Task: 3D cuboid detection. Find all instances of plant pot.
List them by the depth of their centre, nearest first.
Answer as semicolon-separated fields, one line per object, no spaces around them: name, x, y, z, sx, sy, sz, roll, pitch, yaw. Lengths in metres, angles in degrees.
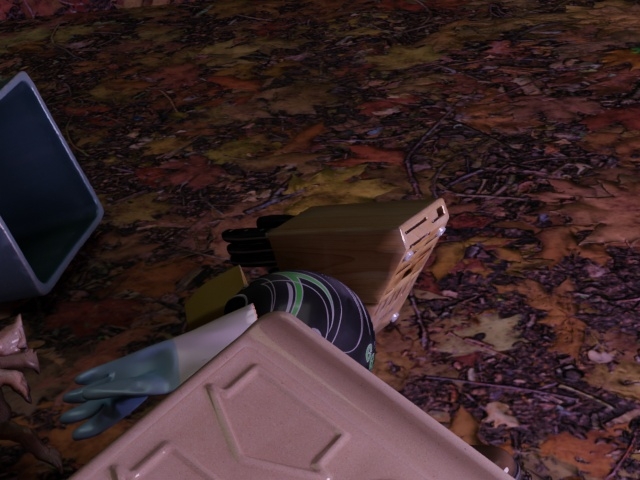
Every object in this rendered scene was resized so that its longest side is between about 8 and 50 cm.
plant pot;-0.119;0.093;1.356;0.083;0.081;0.081;-20;29;-2
plant pot;-0.502;-0.050;1.556;0.252;0.247;0.248;-17;24;19

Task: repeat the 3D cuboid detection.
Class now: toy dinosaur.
toy dinosaur;-0.383;0.172;1.121;0.200;0.295;0.127;-13;58;-9

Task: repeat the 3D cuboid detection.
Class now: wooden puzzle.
wooden puzzle;-0.029;0.254;0.931;0.322;0.080;0.348;35;47;15

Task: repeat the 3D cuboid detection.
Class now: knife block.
knife block;0.000;0.000;1.341;0.242;0.275;0.088;40;47;16

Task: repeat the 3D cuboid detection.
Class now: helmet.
helmet;-0.024;0.110;1.211;0.169;0.169;0.161;-3;43;7

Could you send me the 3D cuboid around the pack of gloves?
pack of gloves;-0.158;0.174;1.092;0.232;0.046;0.195;-23;52;8

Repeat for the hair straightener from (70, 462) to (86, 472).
hair straightener;-0.151;0.288;1.017;0.230;0.047;0.089;22;79;19

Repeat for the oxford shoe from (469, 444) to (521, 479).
oxford shoe;0.078;0.210;1.067;0.227;0.096;0.083;-1;26;7
